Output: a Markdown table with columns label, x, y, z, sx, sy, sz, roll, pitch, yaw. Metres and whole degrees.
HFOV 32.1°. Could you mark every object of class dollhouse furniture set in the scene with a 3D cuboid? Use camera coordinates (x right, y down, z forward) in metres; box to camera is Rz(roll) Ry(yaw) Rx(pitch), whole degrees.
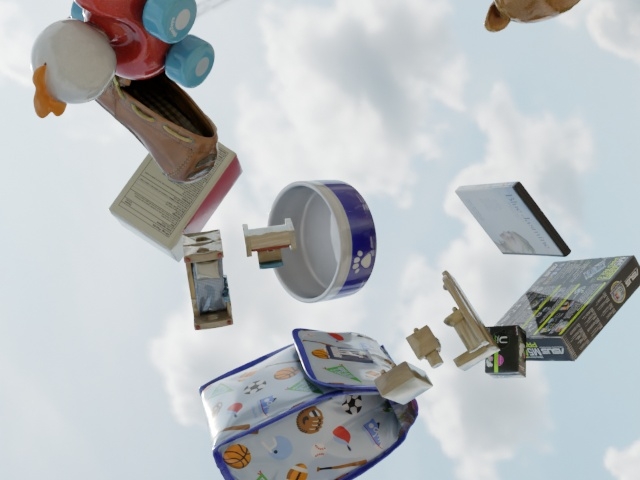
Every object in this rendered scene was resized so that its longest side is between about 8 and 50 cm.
| label | x | y | z | sx | sy | sz | roll | pitch | yaw |
| --- | --- | --- | --- | --- | --- | --- | --- | --- | --- |
| dollhouse furniture set | -0.127 | 0.054 | 1.830 | 0.129 | 0.183 | 0.129 | -111 | 14 | -71 |
| dollhouse furniture set | 0.135 | 0.126 | 1.504 | 0.123 | 0.151 | 0.144 | 60 | -170 | 21 |

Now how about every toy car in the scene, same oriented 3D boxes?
| label | x | y | z | sx | sy | sz | roll | pitch | yaw |
| --- | --- | --- | --- | --- | --- | --- | --- | --- | --- |
| toy car | -0.308 | -0.251 | 1.508 | 0.238 | 0.219 | 0.210 | -53 | -21 | -16 |

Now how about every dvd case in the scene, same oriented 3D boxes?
| label | x | y | z | sx | sy | sz | roll | pitch | yaw |
| --- | --- | --- | --- | --- | --- | --- | --- | --- | --- |
| dvd case | 0.383 | -0.041 | 2.243 | 0.022 | 0.253 | 0.180 | -42 | -77 | -15 |

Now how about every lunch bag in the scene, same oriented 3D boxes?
| label | x | y | z | sx | sy | sz | roll | pitch | yaw |
| --- | --- | --- | --- | --- | --- | --- | --- | --- | --- |
| lunch bag | -0.022 | 0.328 | 2.156 | 0.328 | 0.385 | 0.239 | -123 | 9 | -72 |

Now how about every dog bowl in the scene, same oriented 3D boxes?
| label | x | y | z | sx | sy | sz | roll | pitch | yaw |
| --- | --- | --- | --- | --- | --- | --- | --- | --- | --- |
| dog bowl | 0.000 | 0.000 | 2.411 | 0.104 | 0.265 | 0.265 | -6 | -104 | -38 |

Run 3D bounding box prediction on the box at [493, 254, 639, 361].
| label | x | y | z | sx | sy | sz | roll | pitch | yaw |
| --- | --- | --- | --- | --- | --- | --- | --- | --- | --- |
| box | 0.478 | 0.134 | 2.192 | 0.270 | 0.216 | 0.060 | -42 | -71 | -31 |

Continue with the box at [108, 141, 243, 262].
| label | x | y | z | sx | sy | sz | roll | pitch | yaw |
| --- | --- | --- | --- | --- | --- | --- | --- | --- | --- |
| box | -0.279 | -0.098 | 2.176 | 0.148 | 0.232 | 0.127 | 33 | 170 | 9 |

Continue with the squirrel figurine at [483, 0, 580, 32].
| label | x | y | z | sx | sy | sz | roll | pitch | yaw |
| --- | --- | --- | --- | --- | --- | --- | --- | --- | --- |
| squirrel figurine | 0.262 | -0.522 | 1.754 | 0.397 | 0.281 | 0.371 | 4 | -111 | -33 |

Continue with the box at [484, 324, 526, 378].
| label | x | y | z | sx | sy | sz | roll | pitch | yaw |
| --- | --- | --- | --- | --- | --- | --- | --- | --- | --- |
| box | 0.322 | 0.194 | 1.932 | 0.052 | 0.062 | 0.083 | 36 | -127 | -58 |

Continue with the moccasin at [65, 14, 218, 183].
| label | x | y | z | sx | sy | sz | roll | pitch | yaw |
| --- | --- | --- | --- | --- | --- | --- | --- | --- | --- |
| moccasin | -0.310 | -0.267 | 1.905 | 0.139 | 0.147 | 0.380 | -20 | -119 | -38 |
